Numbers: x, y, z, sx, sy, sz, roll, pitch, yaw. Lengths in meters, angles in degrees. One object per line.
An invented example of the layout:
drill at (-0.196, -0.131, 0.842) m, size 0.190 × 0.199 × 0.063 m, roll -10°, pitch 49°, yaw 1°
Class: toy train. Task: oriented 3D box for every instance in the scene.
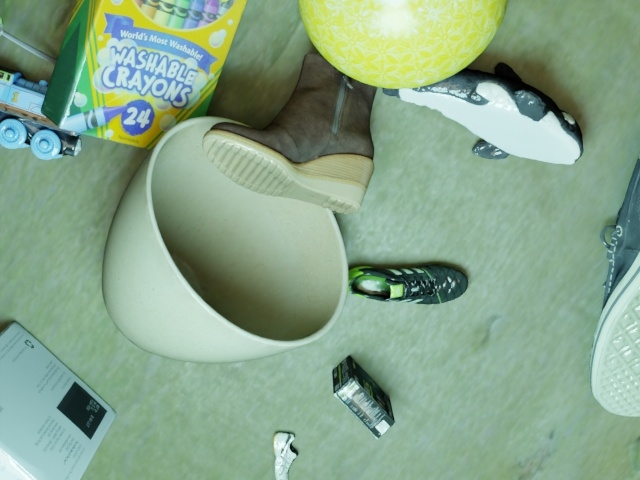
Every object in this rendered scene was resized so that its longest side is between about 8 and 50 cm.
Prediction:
toy train at (-0.417, -0.180, 1.623) m, size 0.184 × 0.080 × 0.105 m, roll 18°, pitch 96°, yaw -1°

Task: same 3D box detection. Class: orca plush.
orca plush at (0.230, -0.196, 1.605) m, size 0.287 × 0.102 × 0.151 m, roll 12°, pitch 147°, yaw 10°

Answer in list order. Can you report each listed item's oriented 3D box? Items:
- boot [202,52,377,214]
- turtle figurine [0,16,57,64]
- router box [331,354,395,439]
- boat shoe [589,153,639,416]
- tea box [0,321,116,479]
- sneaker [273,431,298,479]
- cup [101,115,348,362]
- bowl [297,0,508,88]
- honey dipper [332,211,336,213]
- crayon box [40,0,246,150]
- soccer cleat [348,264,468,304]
boot at (-0.035, -0.159, 1.536) m, size 0.248 × 0.090 × 0.207 m, roll 21°, pitch 60°, yaw -27°
turtle figurine at (-0.419, -0.355, 1.478) m, size 0.197 × 0.266 × 0.275 m, roll -27°, pitch 96°, yaw 35°
router box at (0.060, 0.223, 1.665) m, size 0.038 × 0.122 × 0.092 m, roll -43°, pitch 98°, yaw 6°
boat shoe at (0.486, 0.016, 1.592) m, size 0.186 × 0.156 × 0.500 m, roll 7°, pitch 114°, yaw -4°
tea box at (-0.495, 0.334, 1.608) m, size 0.220 × 0.329 × 0.323 m, roll 43°, pitch 100°, yaw -7°
sneaker at (-0.051, 0.329, 1.738) m, size 0.036 × 0.032 × 0.083 m, roll -3°, pitch 103°, yaw 3°
cup at (-0.160, 0.033, 1.564) m, size 0.237 × 0.331 × 0.331 m, roll -34°, pitch 100°, yaw 38°
bowl at (0.098, -0.353, 1.478) m, size 0.289 × 0.156 × 0.290 m, roll -1°, pitch 83°, yaw 10°
honey dipper at (0.000, 0.000, 1.667) m, size 0.030 × 0.030 × 0.161 m, roll 11°, pitch 104°, yaw 0°
crayon box at (-0.220, -0.286, 1.537) m, size 0.203 × 0.083 × 0.323 m, roll 11°, pitch 105°, yaw -38°
soccer cleat at (0.122, 0.067, 1.653) m, size 0.178 × 0.072 × 0.060 m, roll 1°, pitch 102°, yaw 2°
